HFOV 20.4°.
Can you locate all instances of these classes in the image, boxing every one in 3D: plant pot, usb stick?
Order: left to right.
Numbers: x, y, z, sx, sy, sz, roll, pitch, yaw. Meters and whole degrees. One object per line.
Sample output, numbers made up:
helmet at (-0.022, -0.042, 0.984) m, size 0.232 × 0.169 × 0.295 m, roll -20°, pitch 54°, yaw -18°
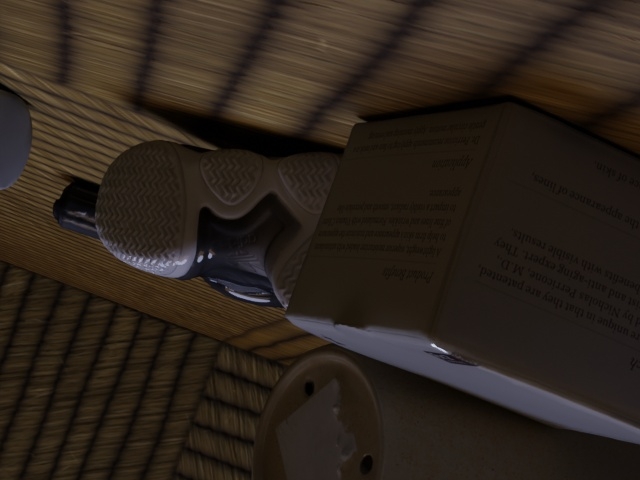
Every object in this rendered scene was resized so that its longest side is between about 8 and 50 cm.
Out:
usb stick at (-0.112, 0.010, 1.647) m, size 0.278 × 0.045 × 0.077 m, roll 19°, pitch 172°, yaw 1°
plant pot at (0.103, 0.147, 1.090) m, size 0.274 × 0.256 × 0.256 m, roll 12°, pitch 178°, yaw -35°

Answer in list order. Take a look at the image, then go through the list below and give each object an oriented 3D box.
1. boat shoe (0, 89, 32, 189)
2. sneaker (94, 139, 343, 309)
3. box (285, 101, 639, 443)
boat shoe at (-0.293, -0.097, 1.201) m, size 0.088 × 0.096 × 0.267 m, roll 12°, pitch 178°, yaw 21°
sneaker at (0.000, 0.000, 1.129) m, size 0.269 × 0.101 × 0.153 m, roll 12°, pitch 178°, yaw 31°
box at (0.107, 0.021, 0.894) m, size 0.182 × 0.119 × 0.181 m, roll 23°, pitch 172°, yaw -21°
